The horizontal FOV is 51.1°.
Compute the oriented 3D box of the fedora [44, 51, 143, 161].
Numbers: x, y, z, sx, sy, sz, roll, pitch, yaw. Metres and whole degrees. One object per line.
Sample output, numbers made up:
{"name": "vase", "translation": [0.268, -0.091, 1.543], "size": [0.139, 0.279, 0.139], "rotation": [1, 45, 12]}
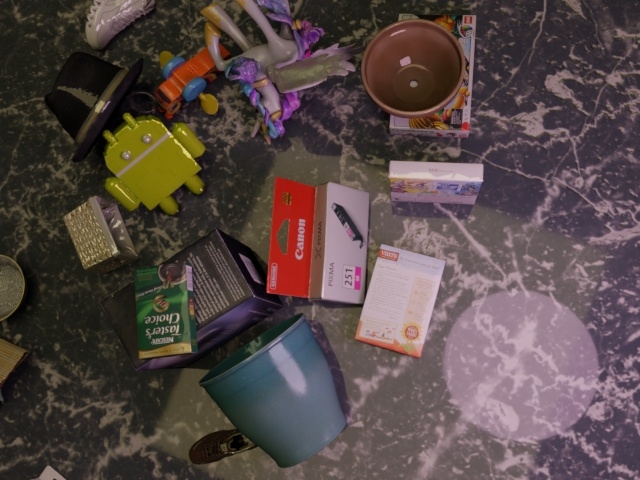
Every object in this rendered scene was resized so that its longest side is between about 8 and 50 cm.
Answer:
{"name": "fedora", "translation": [-0.563, -0.348, 1.610], "size": [0.152, 0.334, 0.334], "rotation": [33, 84, -18]}

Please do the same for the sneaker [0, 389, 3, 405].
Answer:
{"name": "sneaker", "translation": [-0.899, 0.410, 1.628], "size": [0.256, 0.094, 0.151], "rotation": [-33, 70, -2]}

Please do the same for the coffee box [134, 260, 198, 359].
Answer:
{"name": "coffee box", "translation": [-0.307, 0.139, 1.328], "size": [0.113, 0.040, 0.184], "rotation": [-7, 79, 8]}

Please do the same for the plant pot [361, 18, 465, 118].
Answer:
{"name": "plant pot", "translation": [0.219, -0.388, 1.577], "size": [0.237, 0.110, 0.237], "rotation": [-2, 78, 9]}

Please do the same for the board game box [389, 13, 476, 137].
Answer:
{"name": "board game box", "translation": [0.278, -0.409, 1.656], "size": [0.193, 0.053, 0.305], "rotation": [4, 80, 9]}

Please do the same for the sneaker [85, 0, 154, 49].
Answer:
{"name": "sneaker", "translation": [-0.519, -0.628, 1.784], "size": [0.118, 0.110, 0.292], "rotation": [31, 85, 3]}

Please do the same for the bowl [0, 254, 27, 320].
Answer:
{"name": "bowl", "translation": [-0.802, 0.124, 1.683], "size": [0.170, 0.080, 0.170], "rotation": [-1, 79, 7]}

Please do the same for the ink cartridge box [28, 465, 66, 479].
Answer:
{"name": "ink cartridge box", "translation": [-0.675, 0.637, 1.576], "size": [0.104, 0.060, 0.180], "rotation": [34, 85, 13]}

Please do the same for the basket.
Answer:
{"name": "basket", "translation": [-0.546, -0.010, 1.660], "size": [0.103, 0.113, 0.167], "rotation": [-27, 77, 6]}

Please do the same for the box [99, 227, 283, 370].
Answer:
{"name": "box", "translation": [-0.272, 0.144, 1.497], "size": [0.294, 0.296, 0.182], "rotation": [-32, 77, 3]}

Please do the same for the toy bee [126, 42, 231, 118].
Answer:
{"name": "toy bee", "translation": [-0.367, -0.391, 1.702], "size": [0.298, 0.162, 0.195], "rotation": [-19, 77, -25]}

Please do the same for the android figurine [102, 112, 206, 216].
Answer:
{"name": "android figurine", "translation": [-0.405, -0.186, 1.613], "size": [0.248, 0.273, 0.056], "rotation": [-38, 36, -2]}

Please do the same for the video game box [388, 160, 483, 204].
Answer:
{"name": "video game box", "translation": [0.260, -0.131, 1.536], "size": [0.205, 0.187, 0.048], "rotation": [3, 80, 8]}

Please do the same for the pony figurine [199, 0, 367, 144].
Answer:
{"name": "pony figurine", "translation": [-0.093, -0.444, 1.601], "size": [0.351, 0.303, 0.363], "rotation": [-21, 105, 24]}

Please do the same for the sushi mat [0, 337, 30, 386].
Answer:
{"name": "sushi mat", "translation": [-0.873, 0.279, 1.635], "size": [0.316, 0.019, 0.151], "rotation": [17, 59, 22]}

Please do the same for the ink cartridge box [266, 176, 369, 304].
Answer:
{"name": "ink cartridge box", "translation": [0.000, 0.000, 1.539], "size": [0.060, 0.239, 0.275], "rotation": [-10, 73, 52]}

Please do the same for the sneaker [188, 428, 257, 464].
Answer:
{"name": "sneaker", "translation": [-0.223, 0.469, 1.543], "size": [0.188, 0.071, 0.066], "rotation": [-20, 77, 3]}

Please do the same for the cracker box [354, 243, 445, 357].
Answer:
{"name": "cracker box", "translation": [0.185, 0.140, 1.555], "size": [0.156, 0.067, 0.232], "rotation": [16, 82, 9]}

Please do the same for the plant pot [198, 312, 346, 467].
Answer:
{"name": "plant pot", "translation": [-0.081, 0.338, 1.464], "size": [0.272, 0.271, 0.255], "rotation": [-33, 91, 0]}
